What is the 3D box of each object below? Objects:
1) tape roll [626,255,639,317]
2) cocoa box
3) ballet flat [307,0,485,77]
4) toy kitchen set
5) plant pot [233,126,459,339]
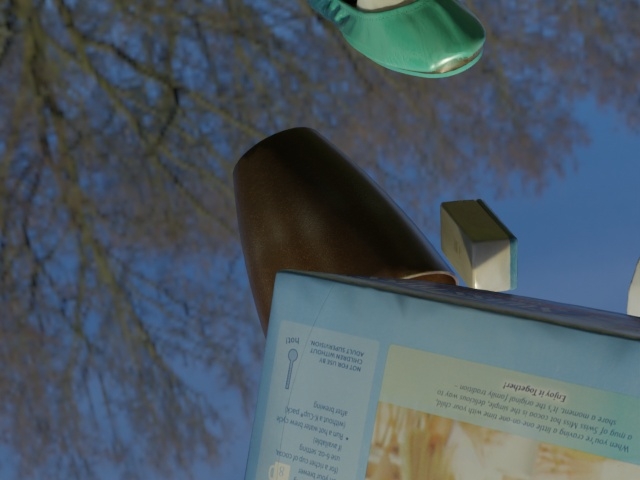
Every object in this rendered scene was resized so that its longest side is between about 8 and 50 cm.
[{"bbox_3d":[0.463,0.051,1.554,0.286,0.286,0.100,-22,-144,-23],"label":"tape roll"},{"bbox_3d":[0.148,0.158,0.993,0.347,0.231,0.228,10,-179,36],"label":"cocoa box"},{"bbox_3d":[0.041,-0.193,1.111,0.083,0.087,0.247,-27,-151,-11],"label":"ballet flat"},{"bbox_3d":[0.209,0.070,1.409,0.166,0.207,0.122,-5,-160,-9],"label":"toy kitchen set"},{"bbox_3d":[0.000,0.000,1.582,0.215,0.215,0.230,-21,-112,-21],"label":"plant pot"}]
